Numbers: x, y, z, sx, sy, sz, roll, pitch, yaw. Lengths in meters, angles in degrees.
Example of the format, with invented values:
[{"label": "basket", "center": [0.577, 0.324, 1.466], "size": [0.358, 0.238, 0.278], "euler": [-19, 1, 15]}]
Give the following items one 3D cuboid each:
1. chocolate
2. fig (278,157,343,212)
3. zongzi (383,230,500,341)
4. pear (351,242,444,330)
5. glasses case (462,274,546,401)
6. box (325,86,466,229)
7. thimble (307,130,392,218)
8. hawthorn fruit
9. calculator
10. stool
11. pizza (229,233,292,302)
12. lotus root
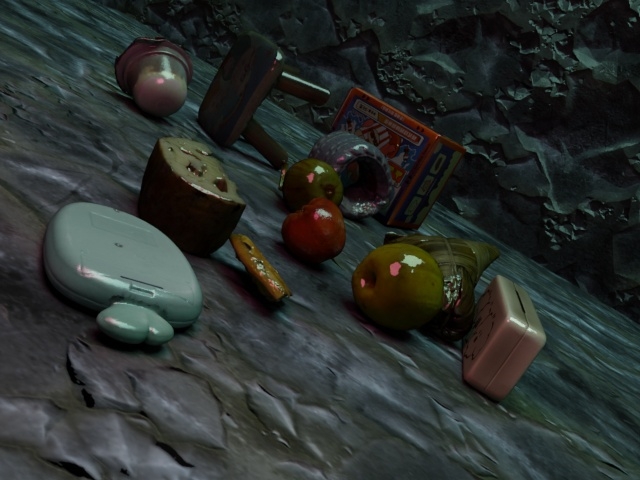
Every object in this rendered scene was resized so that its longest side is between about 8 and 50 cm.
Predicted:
[{"label": "chocolate", "center": [-0.406, -0.396, 1.589], "size": [0.221, 0.221, 0.147], "euler": [16, 34, -42]}, {"label": "fig", "center": [-0.042, -0.122, 1.473], "size": [0.186, 0.148, 0.142], "euler": [-6, 8, 35]}, {"label": "zongzi", "center": [0.295, 0.082, 1.280], "size": [0.288, 0.134, 0.286], "euler": [0, 29, -17]}, {"label": "pear", "center": [0.138, 0.079, 1.076], "size": [0.162, 0.149, 0.149], "euler": [13, 21, -29]}, {"label": "glasses case", "center": [0.331, 0.168, 1.166], "size": [0.076, 0.144, 0.336], "euler": [32, 14, 6]}, {"label": "box", "center": [0.214, -0.259, 2.027], "size": [0.348, 0.319, 0.256], "euler": [39, 18, 28]}, {"label": "thimble", "center": [0.081, -0.185, 1.742], "size": [0.236, 0.205, 0.172], "euler": [24, 14, -36]}, {"label": "hawthorn fruit", "center": [-0.012, -0.010, 1.174], "size": [0.125, 0.140, 0.125], "euler": [-1, 5, 0]}, {"label": "calculator", "center": [-0.229, 0.029, 0.738], "size": [0.184, 0.042, 0.295], "euler": [21, 16, -32]}, {"label": "stool", "center": [-0.167, -0.399, 1.800], "size": [0.226, 0.310, 0.310], "euler": [24, 16, -36]}, {"label": "pizza", "center": [-0.087, 0.049, 0.926], "size": [0.160, 0.035, 0.099], "euler": [50, -2, 40]}, {"label": "lotus root", "center": [-0.210, -0.077, 0.985], "size": [0.138, 0.119, 0.235], "euler": [22, 18, -29]}]
